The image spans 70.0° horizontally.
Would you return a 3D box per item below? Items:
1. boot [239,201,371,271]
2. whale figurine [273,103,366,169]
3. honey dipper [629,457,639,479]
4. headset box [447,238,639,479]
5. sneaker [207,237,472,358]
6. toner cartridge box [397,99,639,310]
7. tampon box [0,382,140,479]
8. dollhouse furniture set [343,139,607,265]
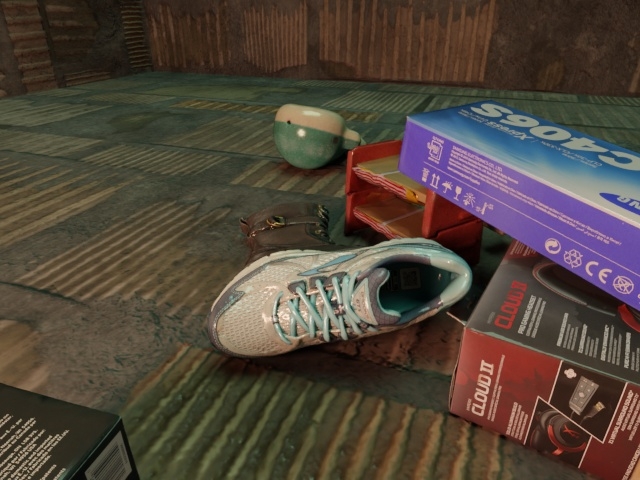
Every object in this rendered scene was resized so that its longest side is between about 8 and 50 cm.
[{"bbox_3d":[0.000,0.000,0.661,0.263,0.091,0.229,-2,28,1],"label":"boot"},{"bbox_3d":[0.002,-0.236,1.112,0.216,0.141,0.272,19,8,32],"label":"whale figurine"},{"bbox_3d":[0.205,0.150,0.292,0.030,0.161,0.030,-1,27,1],"label":"honey dipper"},{"bbox_3d":[0.273,0.105,0.435,0.293,0.110,0.218,17,32,29],"label":"headset box"},{"bbox_3d":[0.020,0.053,0.471,0.283,0.110,0.122,-16,3,-9],"label":"sneaker"},{"bbox_3d":[0.263,-0.056,0.490,0.165,0.075,0.348,-20,42,-30],"label":"toner cartridge box"},{"bbox_3d":[-0.214,0.172,0.292,0.161,0.120,0.101,9,29,16],"label":"tampon box"},{"bbox_3d":[0.247,-0.083,0.750,0.374,0.152,0.201,-15,31,-26],"label":"dollhouse furniture set"}]
